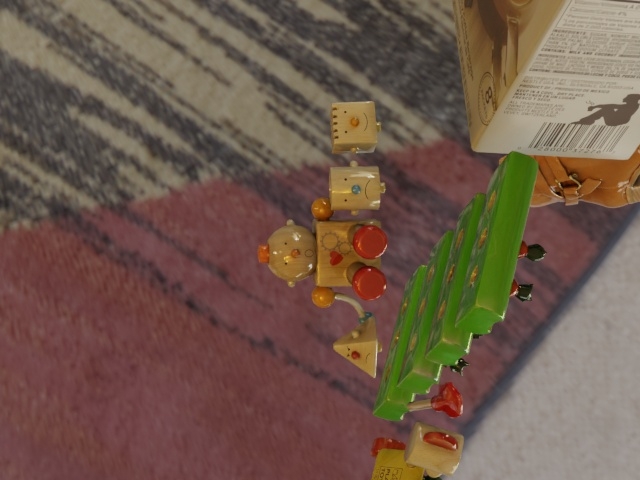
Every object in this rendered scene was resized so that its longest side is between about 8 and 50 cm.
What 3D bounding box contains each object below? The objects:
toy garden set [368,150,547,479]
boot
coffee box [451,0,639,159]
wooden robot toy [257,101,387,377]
[{"bbox_3d":[0.088,0.084,1.097,0.049,0.244,0.204,18,66,-6],"label":"toy garden set"},{"bbox_3d":[0.235,-0.087,1.534,0.152,0.073,0.197,-7,143,24],"label":"boot"},{"bbox_3d":[0.176,-0.195,1.000,0.119,0.297,0.168,2,62,-13],"label":"coffee box"},{"bbox_3d":[0.000,0.000,1.049,0.079,0.076,0.173,-1,95,-4],"label":"wooden robot toy"}]
